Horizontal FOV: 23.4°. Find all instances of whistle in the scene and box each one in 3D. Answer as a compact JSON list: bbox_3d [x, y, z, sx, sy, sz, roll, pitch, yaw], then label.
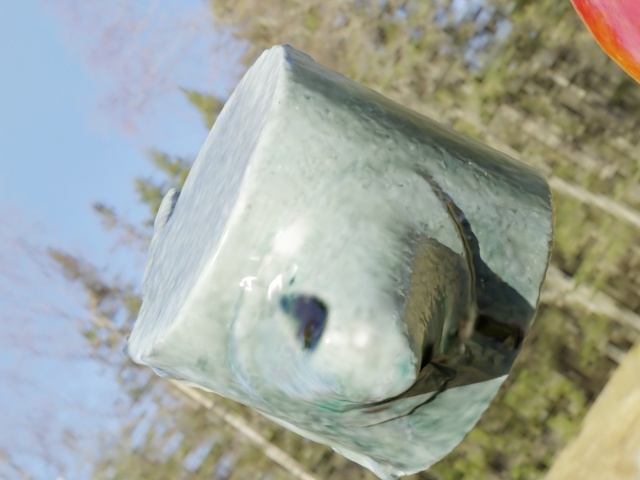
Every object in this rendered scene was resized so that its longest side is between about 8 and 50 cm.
[{"bbox_3d":[-0.014,0.028,0.902,0.405,0.168,0.188,-32,36,67],"label":"whistle"}]

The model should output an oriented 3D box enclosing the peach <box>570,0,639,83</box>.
[{"bbox_3d":[0.155,-0.130,0.486,0.190,0.192,0.190,-41,-1,-1],"label":"peach"}]
